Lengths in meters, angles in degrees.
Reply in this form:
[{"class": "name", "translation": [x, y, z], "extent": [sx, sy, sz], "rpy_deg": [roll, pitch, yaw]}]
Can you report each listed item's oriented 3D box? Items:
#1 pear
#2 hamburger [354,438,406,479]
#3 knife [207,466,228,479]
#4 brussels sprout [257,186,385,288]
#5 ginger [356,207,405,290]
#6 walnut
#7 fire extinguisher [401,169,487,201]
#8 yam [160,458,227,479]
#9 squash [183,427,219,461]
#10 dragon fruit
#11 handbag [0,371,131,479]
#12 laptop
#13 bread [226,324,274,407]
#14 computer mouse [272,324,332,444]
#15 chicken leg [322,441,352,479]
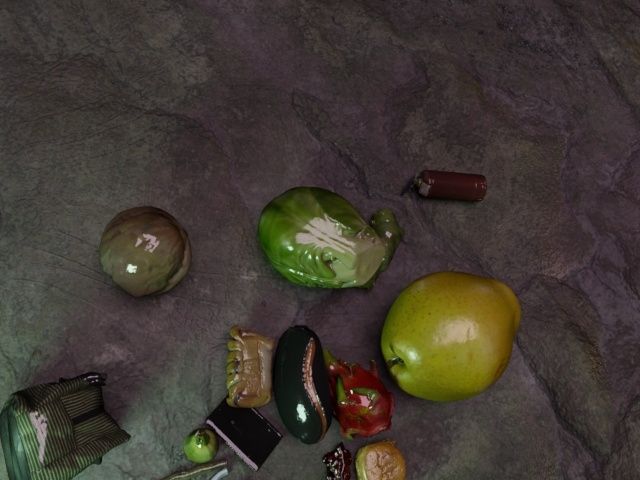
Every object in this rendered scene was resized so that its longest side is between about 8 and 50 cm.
[{"class": "pear", "translation": [0.368, 0.268, 1.787], "extent": [0.418, 0.362, 0.362], "rpy_deg": [-26, 80, -26]}, {"class": "hamburger", "translation": [0.169, 0.633, 1.756], "extent": [0.138, 0.083, 0.147], "rpy_deg": [-2, 76, -19]}, {"class": "knife", "translation": [-0.323, 0.675, 1.652], "extent": [0.210, 0.015, 0.028], "rpy_deg": [-41, 92, -22]}, {"class": "brussels sprout", "translation": [0.003, -0.002, 1.801], "extent": [0.355, 0.289, 0.281], "rpy_deg": [26, 65, 24]}, {"class": "ginger", "translation": [0.163, 0.027, 1.951], "extent": [0.137, 0.089, 0.290], "rpy_deg": [32, 70, 17]}, {"class": "walnut", "translation": [-0.464, 0.026, 1.701], "extent": [0.248, 0.248, 0.248], "rpy_deg": [4, 71, -13]}, {"class": "fire extinguisher", "translation": [0.405, -0.177, 2.077], "extent": [0.269, 0.105, 0.105], "rpy_deg": [3, 72, -14]}, {"class": "yam", "translation": [-0.358, 0.618, 1.654], "extent": [0.234, 0.029, 0.027], "rpy_deg": [-14, 88, -18]}, {"class": "squash", "translation": [-0.303, 0.512, 1.602], "extent": [0.094, 0.224, 0.094], "rpy_deg": [4, 66, -8]}, {"class": "dragon fruit", "translation": [0.095, 0.426, 1.761], "extent": [0.198, 0.200, 0.269], "rpy_deg": [-38, 56, -10]}, {"class": "handbag", "translation": [-0.616, 0.454, 1.497], "extent": [0.240, 0.341, 0.247], "rpy_deg": [-15, 78, -36]}, {"class": "laptop", "translation": [-0.205, 0.511, 1.707], "extent": [0.197, 0.016, 0.135], "rpy_deg": [43, 44, 1]}, {"class": "bread", "translation": [-0.199, 0.351, 1.749], "extent": [0.134, 0.081, 0.225], "rpy_deg": [12, 62, -23]}, {"class": "computer mouse", "translation": [-0.058, 0.392, 1.723], "extent": [0.116, 0.183, 0.323], "rpy_deg": [3, 70, -38]}, {"class": "chicken leg", "translation": [0.035, 0.664, 1.729], "extent": [0.089, 0.048, 0.219], "rpy_deg": [16, 69, -6]}]
